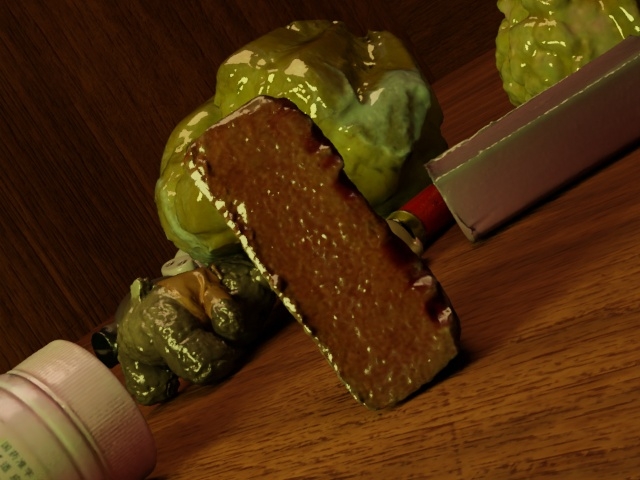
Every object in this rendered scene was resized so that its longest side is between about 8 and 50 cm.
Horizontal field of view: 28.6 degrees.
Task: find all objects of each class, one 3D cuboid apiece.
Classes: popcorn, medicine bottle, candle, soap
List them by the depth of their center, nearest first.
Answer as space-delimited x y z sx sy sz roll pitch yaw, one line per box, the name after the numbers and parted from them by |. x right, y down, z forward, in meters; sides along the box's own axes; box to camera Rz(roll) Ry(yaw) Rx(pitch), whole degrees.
-0.274 0.209 1.032 0.254 0.152 0.152 -38 8 -34 | medicine bottle
0.234 -0.106 1.251 0.259 0.081 0.181 -31 7 5 | soap
0.114 -0.026 1.379 0.052 0.052 0.130 -26 8 46 | candle
0.316 -0.254 1.458 0.259 0.212 0.259 -40 4 3 | popcorn

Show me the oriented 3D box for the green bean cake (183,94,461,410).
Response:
0.000 0.000 0.925 0.097 0.233 0.198 -37 2 0 | green bean cake

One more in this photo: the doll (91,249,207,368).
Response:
-0.184 0.087 1.666 0.182 0.117 0.257 -2 27 42 | doll

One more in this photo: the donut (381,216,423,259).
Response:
0.046 0.020 1.287 0.108 0.065 0.166 -35 7 -26 | donut

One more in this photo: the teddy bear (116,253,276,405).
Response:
-0.132 0.085 1.409 0.190 0.140 0.177 -27 -1 -37 | teddy bear

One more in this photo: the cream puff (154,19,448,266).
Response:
-0.025 -0.124 1.516 0.378 0.275 0.378 -14 -11 -3 | cream puff
